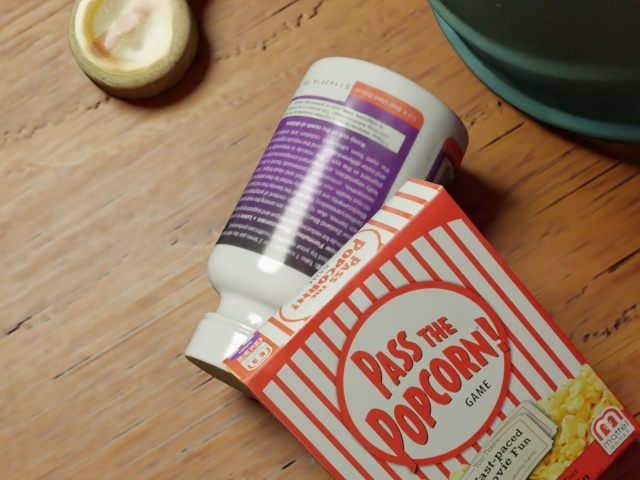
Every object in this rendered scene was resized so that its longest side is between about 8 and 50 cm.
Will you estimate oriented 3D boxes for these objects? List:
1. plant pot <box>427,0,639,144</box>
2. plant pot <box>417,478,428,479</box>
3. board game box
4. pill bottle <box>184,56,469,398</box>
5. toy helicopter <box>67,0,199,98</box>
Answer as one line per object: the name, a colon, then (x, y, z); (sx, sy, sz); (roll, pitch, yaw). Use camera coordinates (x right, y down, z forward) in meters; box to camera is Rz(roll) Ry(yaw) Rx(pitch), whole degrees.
plant pot: (0.129, -0.250, 0.693); (0.341, 0.334, 0.341); (-6, 77, 30)
plant pot: (0.134, 0.276, 0.637); (0.255, 0.271, 0.271); (16, 75, -5)
board game box: (0.064, 0.086, 0.753); (0.147, 0.045, 0.193); (-45, 110, -8)
pill bottle: (0.000, 0.000, 0.805); (0.108, 0.108, 0.193); (24, 77, 12)
toy helicopter: (-0.070, -0.261, 0.902); (0.235, 0.140, 0.355); (14, 86, 1)
